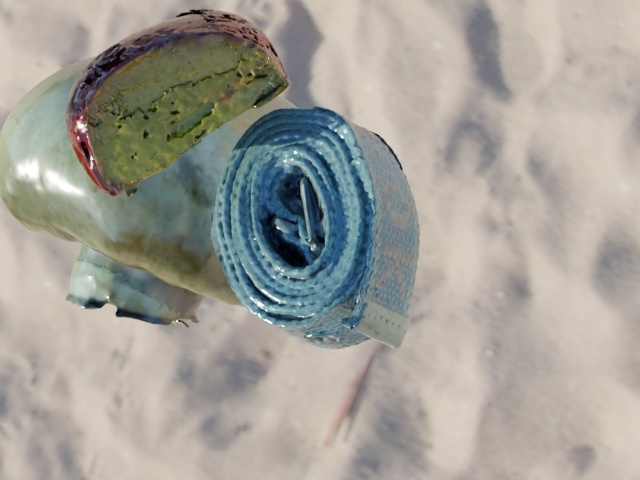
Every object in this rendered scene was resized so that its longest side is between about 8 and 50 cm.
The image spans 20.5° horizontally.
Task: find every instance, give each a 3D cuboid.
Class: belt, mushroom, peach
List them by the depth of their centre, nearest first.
[{"bbox_3d":[-0.001,-0.008,1.220,0.147,0.082,0.163,-3,71,38],"label":"belt"},{"bbox_3d":[-0.104,-0.106,1.222,0.172,0.127,0.092,-30,99,37],"label":"peach"},{"bbox_3d":[-0.143,-0.044,1.720,0.352,0.352,0.260,19,94,41],"label":"mushroom"}]
